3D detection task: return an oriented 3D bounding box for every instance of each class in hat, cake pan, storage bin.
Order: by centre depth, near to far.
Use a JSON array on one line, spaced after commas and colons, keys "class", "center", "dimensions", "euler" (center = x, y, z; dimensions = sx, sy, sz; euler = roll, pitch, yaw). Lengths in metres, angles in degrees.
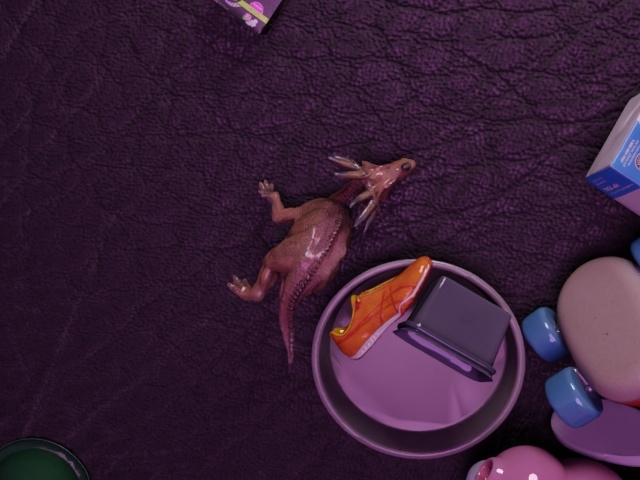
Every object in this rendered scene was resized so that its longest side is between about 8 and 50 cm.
[{"class": "storage bin", "center": [0.177, 0.113, 1.123], "dimensions": [0.135, 0.098, 0.091], "euler": [31, 77, -1]}, {"class": "cake pan", "center": [0.135, 0.162, 1.206], "dimensions": [0.293, 0.054, 0.293], "euler": [1, 104, 6]}, {"class": "hat", "center": [-0.442, 0.404, 1.260], "dimensions": [0.209, 0.183, 0.173], "euler": [-24, 99, 11]}]

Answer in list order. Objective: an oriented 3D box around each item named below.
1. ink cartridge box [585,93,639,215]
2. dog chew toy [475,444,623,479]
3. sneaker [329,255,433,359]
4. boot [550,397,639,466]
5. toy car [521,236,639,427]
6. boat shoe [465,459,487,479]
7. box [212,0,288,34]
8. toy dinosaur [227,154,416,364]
[{"class": "ink cartridge box", "center": [0.469, -0.074, 1.076], "dimensions": [0.231, 0.078, 0.134], "euler": [34, 78, -2]}, {"class": "dog chew toy", "center": [0.353, 0.386, 1.143], "dimensions": [0.332, 0.206, 0.206], "euler": [32, 105, -8]}, {"class": "sneaker", "center": [0.079, 0.082, 1.135], "dimensions": [0.067, 0.064, 0.175], "euler": [44, 101, 6]}, {"class": "boot", "center": [0.452, 0.296, 1.186], "dimensions": [0.258, 0.095, 0.123], "euler": [6, 139, 27]}, {"class": "toy car", "center": [0.434, 0.148, 1.132], "dimensions": [0.238, 0.210, 0.219], "euler": [32, 121, -32]}, {"class": "boat shoe", "center": [0.242, 0.415, 1.243], "dimensions": [0.083, 0.076, 0.226], "euler": [-18, 102, -19]}, {"class": "box", "center": [-0.092, -0.315, 1.117], "dimensions": [0.083, 0.052, 0.062], "euler": [35, 105, -2]}, {"class": "toy dinosaur", "center": [0.000, 0.000, 1.099], "dimensions": [0.127, 0.295, 0.200], "euler": [35, 147, -27]}]
